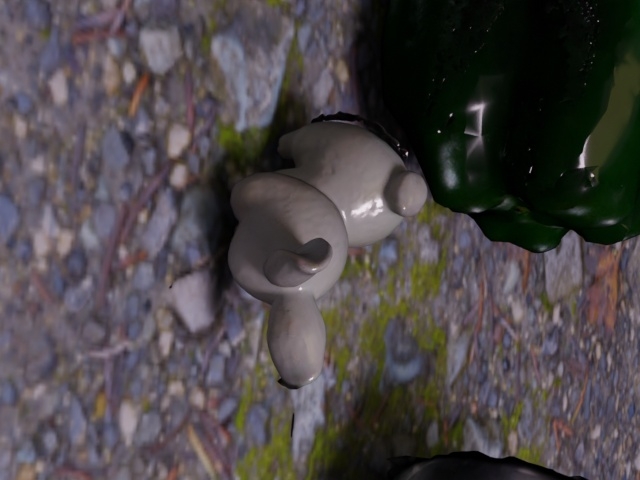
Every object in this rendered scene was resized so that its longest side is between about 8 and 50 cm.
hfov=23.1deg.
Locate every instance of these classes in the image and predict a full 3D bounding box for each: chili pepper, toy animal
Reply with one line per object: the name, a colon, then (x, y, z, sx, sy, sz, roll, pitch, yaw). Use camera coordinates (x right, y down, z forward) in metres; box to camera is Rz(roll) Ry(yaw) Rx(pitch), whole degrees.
chili pepper: (0.128, -0.125, 0.856, 0.174, 0.165, 0.261, 26, 67, -42)
toy animal: (-0.005, -0.002, 0.737, 0.124, 0.085, 0.071, -41, 143, -41)

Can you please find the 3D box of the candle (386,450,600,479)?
candle: (0.067, 0.268, 0.762, 0.187, 0.187, 0.330, 57, 48, -41)
